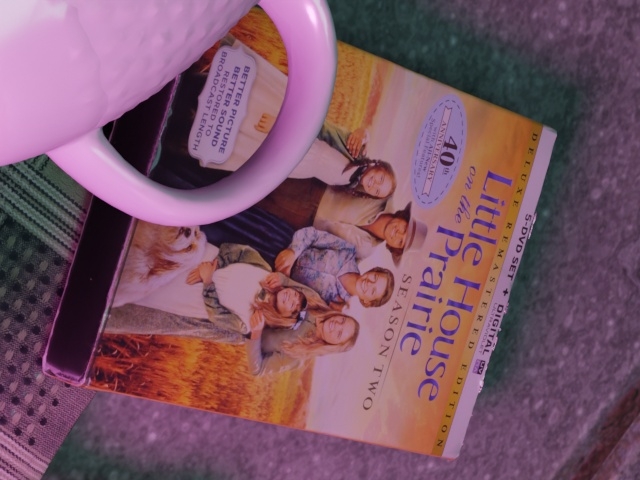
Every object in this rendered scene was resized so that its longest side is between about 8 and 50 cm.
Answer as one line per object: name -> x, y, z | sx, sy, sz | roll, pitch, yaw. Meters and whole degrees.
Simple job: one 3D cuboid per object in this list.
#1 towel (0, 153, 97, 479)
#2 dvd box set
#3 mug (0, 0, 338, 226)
towel -> -0.275, 0.035, 1.358 | 0.324, 0.056, 0.312 | 42, 72, -36
dvd box set -> 0.000, 0.000, 1.507 | 0.420, 0.062, 0.307 | 18, 90, -44
mug -> -0.131, -0.178, 1.155 | 0.374, 0.276, 0.328 | 51, 58, -23
